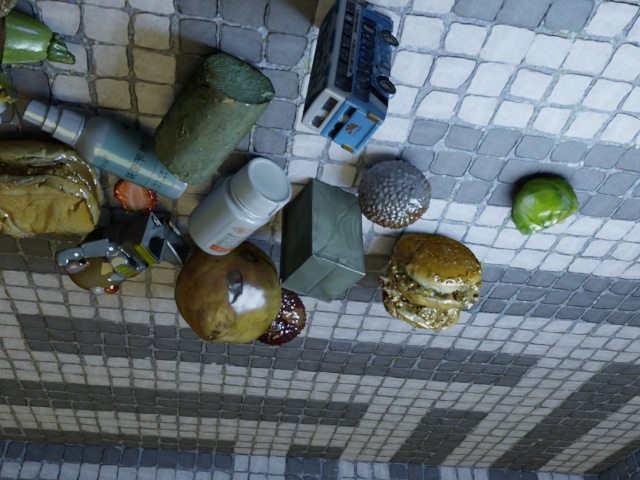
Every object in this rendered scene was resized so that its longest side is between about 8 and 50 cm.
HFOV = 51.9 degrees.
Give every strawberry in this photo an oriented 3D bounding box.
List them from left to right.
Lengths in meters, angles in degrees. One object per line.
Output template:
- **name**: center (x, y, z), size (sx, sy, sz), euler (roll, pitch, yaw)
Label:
- **strawberry**: center (-0.436, -0.117, 1.562), size (0.104, 0.048, 0.152), euler (12, 138, -7)

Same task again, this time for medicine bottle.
- **medicine bottle**: center (-0.447, -0.201, 1.395), size (0.352, 0.110, 0.110), euler (25, 137, -28)
- **medicine bottle**: center (-0.191, -0.077, 1.535), size (0.145, 0.144, 0.252), euler (24, 137, -29)

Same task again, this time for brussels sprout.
- **brussels sprout**: center (0.517, -0.085, 1.546), size (0.149, 0.122, 0.152), euler (-27, 171, 41)

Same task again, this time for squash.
- **squash**: center (-0.519, -0.367, 1.210), size (0.132, 0.105, 0.105), euler (1, 147, -31)

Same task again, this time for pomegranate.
- **pomegranate**: center (-0.239, 0.131, 1.704), size (0.282, 0.281, 0.281), euler (0, 143, 0)

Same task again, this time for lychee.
- **lychee**: center (-0.140, 0.216, 1.908), size (0.188, 0.188, 0.188), euler (0, 143, 0)
- **lychee**: center (0.164, -0.106, 1.498), size (0.165, 0.197, 0.165), euler (-6, 113, -15)

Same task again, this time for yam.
- **yam**: center (-0.219, -0.241, 1.307), size (0.161, 0.161, 0.268), euler (23, 138, -28)

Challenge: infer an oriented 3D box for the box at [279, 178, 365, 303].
- **box**: center (0.000, 0.000, 1.562), size (0.156, 0.231, 0.149), euler (22, 138, -25)

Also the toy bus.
- **toy bus**: center (0.054, -0.290, 1.130), size (0.131, 0.297, 0.106), euler (23, 137, -18)

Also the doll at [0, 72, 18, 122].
- **doll**: center (-0.697, -0.282, 1.316), size (0.207, 0.081, 0.129), euler (-14, 122, 21)

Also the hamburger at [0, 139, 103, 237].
- **hamburger**: center (-0.643, -0.116, 1.487), size (0.284, 0.144, 0.259), euler (0, 148, -8)

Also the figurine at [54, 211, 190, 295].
- **figurine**: center (-0.500, 0.037, 1.635), size (0.285, 0.166, 0.342), euler (-16, 151, 15)

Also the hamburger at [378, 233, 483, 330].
- **hamburger**: center (0.295, 0.103, 1.692), size (0.245, 0.260, 0.211), euler (-17, 135, -31)

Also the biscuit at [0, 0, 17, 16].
- **biscuit**: center (-0.547, -0.451, 1.082), size (0.133, 0.032, 0.250), euler (47, 130, -3)
